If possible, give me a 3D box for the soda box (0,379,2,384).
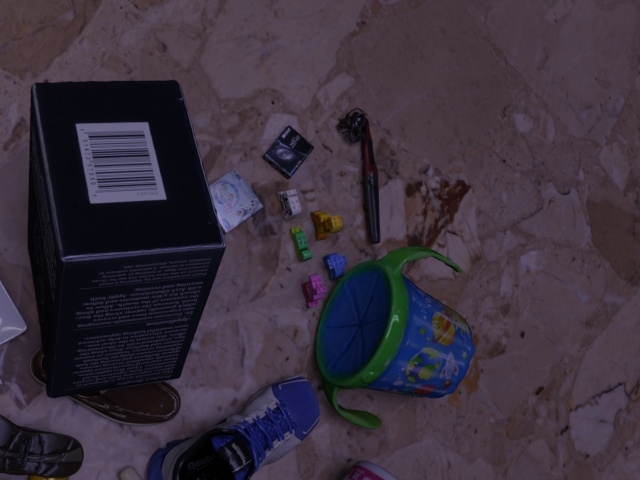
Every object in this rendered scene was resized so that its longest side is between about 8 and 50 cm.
[{"bbox_3d":[-0.566,0.140,1.319,0.069,0.074,0.216,-26,90,-24],"label":"soda box"}]

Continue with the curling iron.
[{"bbox_3d":[0.085,-0.126,1.690,0.068,0.035,0.274,-7,81,-19],"label":"curling iron"}]

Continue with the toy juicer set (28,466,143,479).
[{"bbox_3d":[-0.379,0.446,1.348,0.329,0.089,0.209,4,42,-35],"label":"toy juicer set"}]

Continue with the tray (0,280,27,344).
[{"bbox_3d":[-0.601,0.063,1.379,0.145,0.030,0.270,-30,91,-24],"label":"tray"}]

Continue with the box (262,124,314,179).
[{"bbox_3d":[-0.061,-0.169,1.649,0.067,0.018,0.083,41,68,-10],"label":"box"}]

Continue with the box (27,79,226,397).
[{"bbox_3d":[-0.305,0.007,1.266,0.212,0.395,0.293,-5,58,-23],"label":"box"}]

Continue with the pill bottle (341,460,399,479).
[{"bbox_3d":[0.038,0.530,1.462,0.160,0.160,0.283,47,66,-7],"label":"pill bottle"}]

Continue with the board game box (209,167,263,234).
[{"bbox_3d":[-0.167,-0.072,1.586,0.090,0.020,0.090,-38,94,-25],"label":"board game box"}]

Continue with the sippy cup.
[{"bbox_3d":[0.146,0.179,1.557,0.224,0.305,0.240,22,43,-27],"label":"sippy cup"}]

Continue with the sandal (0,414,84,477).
[{"bbox_3d":[-0.473,0.311,1.318,0.219,0.060,0.090,19,75,-28],"label":"sandal"}]

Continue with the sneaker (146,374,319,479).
[{"bbox_3d":[-0.123,0.342,1.427,0.316,0.182,0.127,-26,90,-24],"label":"sneaker"}]

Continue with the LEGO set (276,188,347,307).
[{"bbox_3d":[0.000,0.000,1.596,0.087,0.093,0.227,-14,84,-24],"label":"LEGO set"}]

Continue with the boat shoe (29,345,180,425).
[{"bbox_3d":[-0.347,0.240,1.406,0.258,0.095,0.095,20,72,-17],"label":"boat shoe"}]
